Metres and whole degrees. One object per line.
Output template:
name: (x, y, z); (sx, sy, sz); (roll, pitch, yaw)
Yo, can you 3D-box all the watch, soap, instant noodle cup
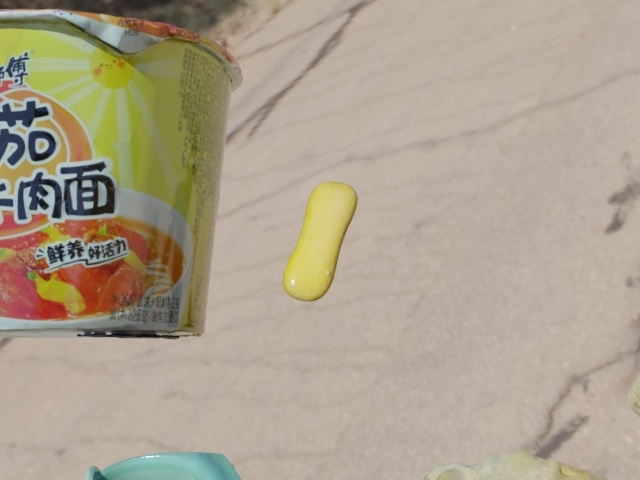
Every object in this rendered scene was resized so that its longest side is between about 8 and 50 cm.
watch: (-0.149, 0.278, 0.996); (0.195, 0.068, 0.237); (-23, 31, -15)
soap: (0.000, 0.000, 0.714); (0.034, 0.012, 0.089); (13, 66, 14)
instant noodle cup: (-0.185, -0.030, 0.772); (0.264, 0.200, 0.264); (1, -6, 0)

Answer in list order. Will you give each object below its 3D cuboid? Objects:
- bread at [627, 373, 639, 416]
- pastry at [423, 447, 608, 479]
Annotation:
bread: (0.392, 0.162, 1.202); (0.073, 0.214, 0.053); (-1, 64, 2)
pastry: (0.107, 0.239, 0.541); (0.236, 0.121, 0.257); (2, 62, 1)
